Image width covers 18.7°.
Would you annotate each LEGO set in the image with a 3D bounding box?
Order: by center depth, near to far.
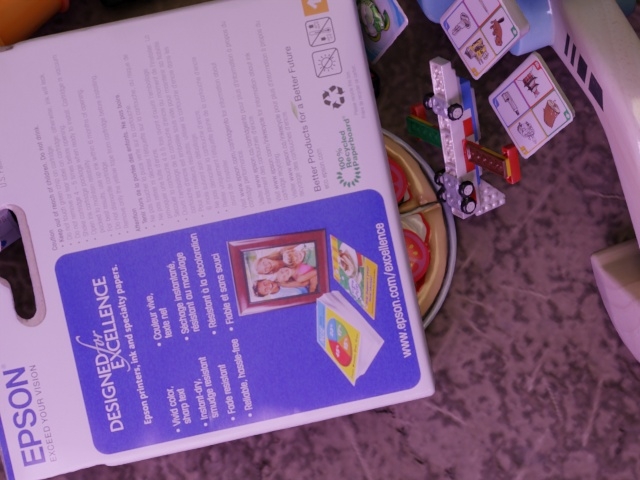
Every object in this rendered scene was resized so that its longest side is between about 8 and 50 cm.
[{"bbox_3d":[0.094,-0.121,1.360,0.060,0.244,0.182,-26,81,-26],"label":"LEGO set"}]

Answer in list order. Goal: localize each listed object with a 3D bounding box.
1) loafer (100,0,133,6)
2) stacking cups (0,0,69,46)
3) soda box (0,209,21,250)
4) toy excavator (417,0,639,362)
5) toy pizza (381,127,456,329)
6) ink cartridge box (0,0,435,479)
[{"bbox_3d":[-0.155,-0.262,1.494,0.061,0.062,0.170,-11,81,-18],"label":"loafer"},{"bbox_3d":[-0.270,-0.134,1.369,0.096,0.096,0.316,43,75,11],"label":"stacking cups"},{"bbox_3d":[-0.314,-0.074,1.437,0.074,0.069,0.216,-37,77,-8],"label":"soda box"},{"bbox_3d":[0.170,-0.185,1.357,0.222,0.433,0.445,-17,48,-6],"label":"toy excavator"},{"bbox_3d":[0.000,0.000,1.429,0.201,0.032,0.201,0,75,1],"label":"toy pizza"},{"bbox_3d":[-0.099,-0.009,1.363,0.307,0.072,0.303,-12,94,0],"label":"ink cartridge box"}]
